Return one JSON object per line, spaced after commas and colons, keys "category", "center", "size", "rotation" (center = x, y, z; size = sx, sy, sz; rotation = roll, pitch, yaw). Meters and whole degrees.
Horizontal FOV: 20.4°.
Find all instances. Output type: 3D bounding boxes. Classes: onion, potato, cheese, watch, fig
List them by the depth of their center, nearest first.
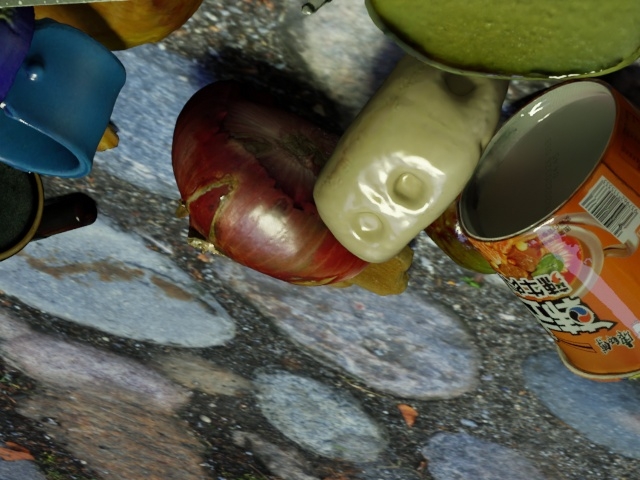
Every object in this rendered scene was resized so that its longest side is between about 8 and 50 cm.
{"category": "potato", "center": [0.173, -0.205, 1.475], "size": [0.271, 0.160, 0.111], "rotation": [5, 176, 23]}
{"category": "watch", "center": [-0.278, -0.130, 1.523], "size": [0.196, 0.171, 0.200], "rotation": [20, 171, 37]}
{"category": "cheese", "center": [0.087, -0.093, 1.687], "size": [0.117, 0.235, 0.218], "rotation": [36, -168, -2]}
{"category": "onion", "center": [-0.049, -0.053, 1.807], "size": [0.248, 0.248, 0.161], "rotation": [26, 133, -18]}
{"category": "fig", "center": [0.171, -0.014, 1.816], "size": [0.154, 0.109, 0.103], "rotation": [34, 123, -29]}

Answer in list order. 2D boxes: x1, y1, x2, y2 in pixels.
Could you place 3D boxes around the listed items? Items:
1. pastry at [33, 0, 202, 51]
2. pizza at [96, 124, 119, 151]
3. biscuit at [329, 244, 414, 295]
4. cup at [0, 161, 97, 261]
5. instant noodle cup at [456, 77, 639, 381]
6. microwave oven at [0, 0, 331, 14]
{"category": "pastry", "center": [-0.242, -0.293, 1.521], "size": [0.356, 0.164, 0.356], "rotation": [18, 158, 8]}
{"category": "pizza", "center": [-0.323, -0.136, 2.018], "size": [0.184, 0.036, 0.176], "rotation": [23, 156, -17]}
{"category": "biscuit", "center": [0.000, 0.000, 2.096], "size": [0.225, 0.036, 0.166], "rotation": [17, 154, 7]}
{"category": "cup", "center": [-0.409, -0.018, 2.163], "size": [0.239, 0.166, 0.177], "rotation": [28, 156, -19]}
{"category": "instant noodle cup", "center": [0.264, -0.020, 1.681], "size": [0.192, 0.250, 0.250], "rotation": [41, 146, -26]}
{"category": "microwave oven", "center": [-0.100, -0.341, 1.114], "size": [0.432, 0.236, 0.374], "rotation": [2, 120, 29]}
